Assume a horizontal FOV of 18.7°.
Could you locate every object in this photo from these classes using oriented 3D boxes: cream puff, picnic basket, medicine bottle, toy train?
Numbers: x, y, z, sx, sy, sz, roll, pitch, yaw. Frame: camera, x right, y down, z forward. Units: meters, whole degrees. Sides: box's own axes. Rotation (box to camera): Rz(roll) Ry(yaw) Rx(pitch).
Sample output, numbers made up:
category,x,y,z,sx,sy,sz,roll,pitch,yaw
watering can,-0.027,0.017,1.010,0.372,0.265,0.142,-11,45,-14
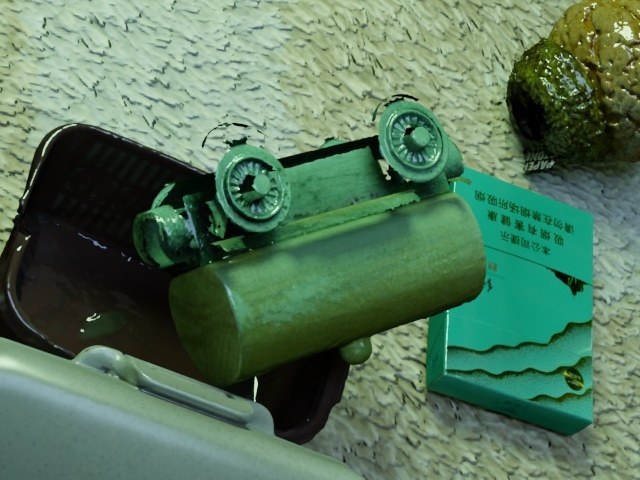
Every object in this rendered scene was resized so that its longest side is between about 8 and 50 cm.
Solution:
category,x,y,z,sx,sy,sz,roll,pitch,yaw
cream puff,0.261,-0.136,1.889,0.169,0.183,0.183,-28,81,-16
picnic basket,-0.128,0.057,1.550,0.296,0.129,0.222,24,55,-18
medicine bottle,-0.145,0.231,1.398,0.375,0.123,0.282,22,87,-19
toy train,0.005,-0.001,1.497,0.307,0.126,0.189,-16,76,-37

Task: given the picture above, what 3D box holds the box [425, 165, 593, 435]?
category,x,y,z,sx,sy,sz,roll,pitch,yaw
box,0.178,0.053,1.793,0.161,0.042,0.226,19,56,-20
